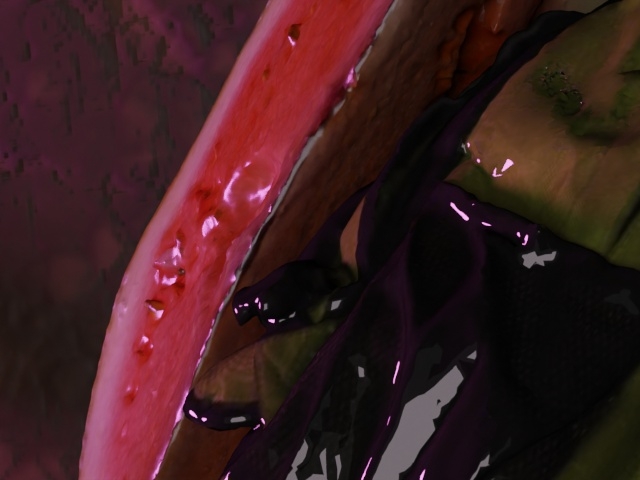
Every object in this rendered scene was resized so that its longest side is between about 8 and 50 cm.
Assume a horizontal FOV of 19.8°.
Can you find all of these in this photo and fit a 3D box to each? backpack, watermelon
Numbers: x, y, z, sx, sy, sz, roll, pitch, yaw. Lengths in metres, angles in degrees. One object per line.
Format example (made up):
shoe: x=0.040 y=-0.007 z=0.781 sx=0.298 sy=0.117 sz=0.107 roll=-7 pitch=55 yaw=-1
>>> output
backpack: x=0.082 y=0.041 z=0.511 sx=0.140 sy=0.207 sz=0.253 roll=24 pitch=66 yaw=35
watermelon: x=0.022 y=0.009 z=0.586 sx=0.128 sy=0.159 sz=0.303 roll=25 pitch=98 yaw=-14
